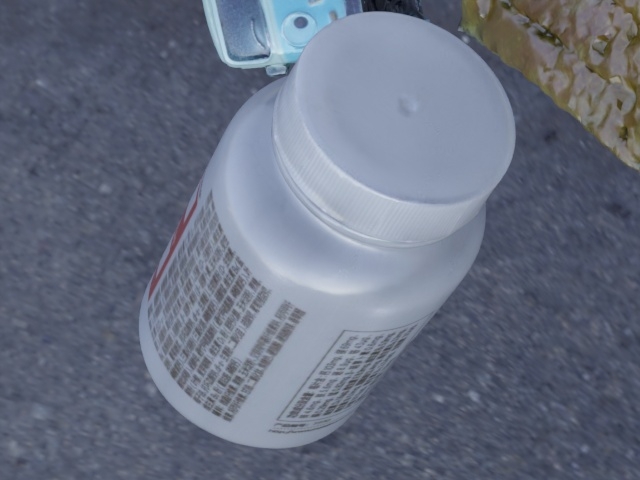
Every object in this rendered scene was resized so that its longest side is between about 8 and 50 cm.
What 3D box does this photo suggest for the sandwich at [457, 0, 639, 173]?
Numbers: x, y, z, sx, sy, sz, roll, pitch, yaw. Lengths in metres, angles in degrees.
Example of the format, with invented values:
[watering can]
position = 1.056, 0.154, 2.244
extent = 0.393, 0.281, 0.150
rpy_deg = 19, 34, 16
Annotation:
[sandwich]
position = 0.202, -0.086, 0.653
extent = 0.226, 0.251, 0.087
rpy_deg = 50, 131, 55

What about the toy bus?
[toy bus]
position = -0.007, -0.212, 1.345
extent = 0.165, 0.271, 0.133
rpy_deg = -10, 96, 14

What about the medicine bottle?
[medicine bottle]
position = 0.000, 0.000, 0.463
extent = 0.079, 0.140, 0.079
rpy_deg = 10, 57, -16
